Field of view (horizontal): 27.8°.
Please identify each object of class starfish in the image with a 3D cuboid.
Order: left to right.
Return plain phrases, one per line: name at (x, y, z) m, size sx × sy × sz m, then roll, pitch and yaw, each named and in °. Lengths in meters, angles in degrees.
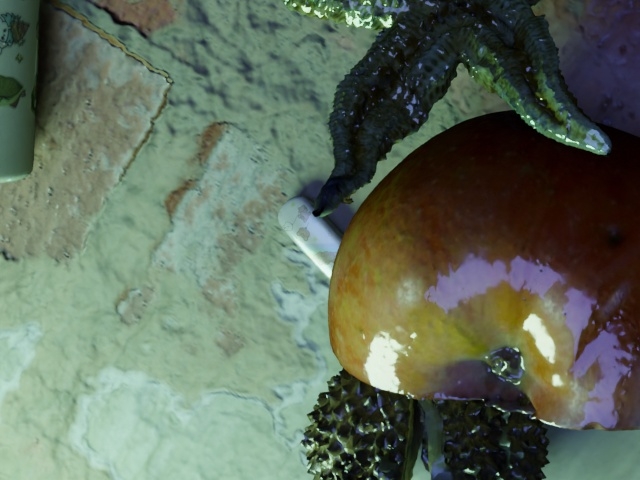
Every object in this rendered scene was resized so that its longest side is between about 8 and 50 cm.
starfish at (0.108, -0.170, 0.873) m, size 0.358 × 0.078 × 0.347 m, roll -20°, pitch 55°, yaw 2°

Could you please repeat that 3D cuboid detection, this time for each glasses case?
glasses case at (0.000, 0.000, 1.041) m, size 0.032 × 0.021 × 0.083 m, roll -43°, pitch 86°, yaw 22°

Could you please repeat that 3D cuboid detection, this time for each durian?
durian at (0.077, 0.141, 0.984) m, size 0.196 × 0.167 × 0.196 m, roll 0°, pitch 86°, yaw -3°

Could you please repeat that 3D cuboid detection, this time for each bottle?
bottle at (-0.286, -0.178, 1.049) m, size 0.120 × 0.120 × 0.253 m, roll 8°, pitch 101°, yaw 16°

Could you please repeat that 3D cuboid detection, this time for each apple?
apple at (0.147, 0.000, 0.873) m, size 0.293 × 0.251 × 0.163 m, roll 3°, pitch 109°, yaw 17°
